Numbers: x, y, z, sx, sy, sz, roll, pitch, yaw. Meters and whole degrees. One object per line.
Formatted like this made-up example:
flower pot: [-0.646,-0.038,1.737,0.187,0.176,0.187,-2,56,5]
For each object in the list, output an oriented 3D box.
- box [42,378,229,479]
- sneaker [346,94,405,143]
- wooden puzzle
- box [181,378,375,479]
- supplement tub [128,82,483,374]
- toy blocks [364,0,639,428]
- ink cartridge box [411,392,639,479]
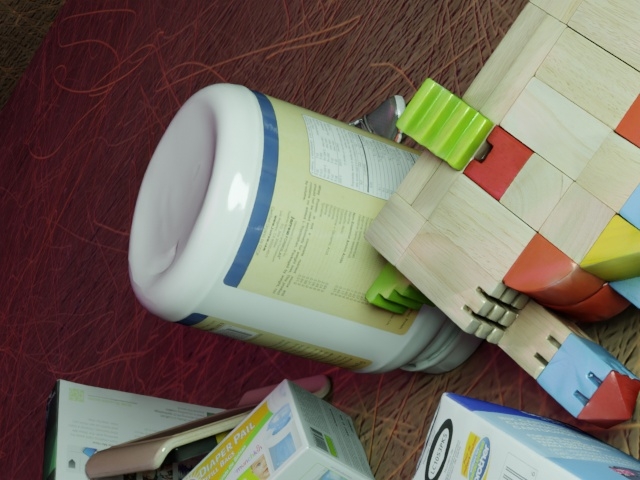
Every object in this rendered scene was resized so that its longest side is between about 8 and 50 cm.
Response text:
box: [-0.216,0.328,1.616,0.322,0.232,0.058,-97,29,-42]
sneaker: [0.042,-0.113,1.581,0.158,0.065,0.061,-50,33,38]
wooden puzzle: [-0.129,0.222,1.560,0.221,0.239,0.044,-22,88,57]
box: [-0.057,0.266,1.432,0.203,0.103,0.114,-46,33,15]
supplement tub: [0.000,0.000,1.299,0.228,0.316,0.228,-42,39,46]
toy blocks: [0.214,-0.038,1.063,0.381,0.191,0.261,-56,47,10]
ink cartridge box: [0.164,0.282,0.985,0.395,0.151,0.270,25,97,63]
